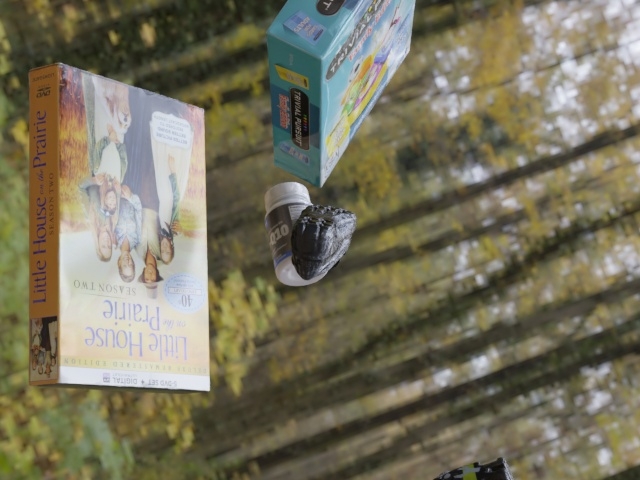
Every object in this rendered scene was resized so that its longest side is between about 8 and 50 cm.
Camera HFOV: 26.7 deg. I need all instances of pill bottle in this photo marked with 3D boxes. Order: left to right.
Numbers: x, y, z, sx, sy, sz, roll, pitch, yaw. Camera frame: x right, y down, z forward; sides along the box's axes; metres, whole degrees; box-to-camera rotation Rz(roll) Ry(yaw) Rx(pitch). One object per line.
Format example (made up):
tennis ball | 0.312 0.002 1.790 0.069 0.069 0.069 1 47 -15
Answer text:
pill bottle | -0.037 -0.011 1.928 0.078 0.078 0.137 79 -3 -57

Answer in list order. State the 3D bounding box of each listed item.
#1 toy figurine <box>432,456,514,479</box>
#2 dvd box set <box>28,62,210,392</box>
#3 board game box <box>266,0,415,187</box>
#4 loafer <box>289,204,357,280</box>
toy figurine | 0.155 0.338 1.346 0.213 0.148 0.209 48 22 -64
dvd box set | -0.270 -0.005 1.840 0.308 0.062 0.420 14 71 -54
board game box | 0.032 -0.251 1.703 0.079 0.253 0.336 28 -20 11
loafer | 0.000 0.000 1.808 0.223 0.076 0.078 -45 144 -75
